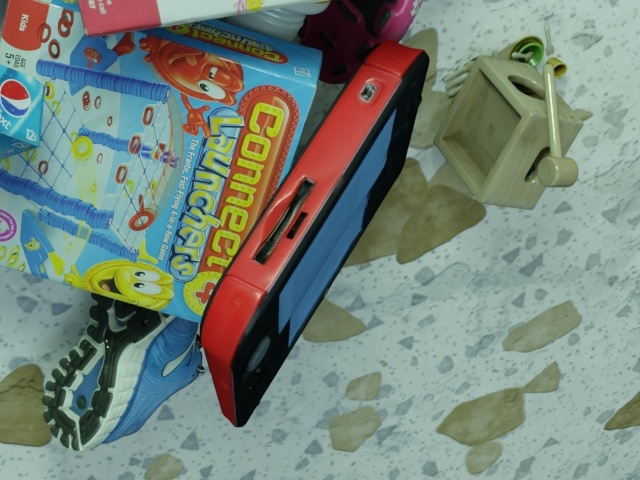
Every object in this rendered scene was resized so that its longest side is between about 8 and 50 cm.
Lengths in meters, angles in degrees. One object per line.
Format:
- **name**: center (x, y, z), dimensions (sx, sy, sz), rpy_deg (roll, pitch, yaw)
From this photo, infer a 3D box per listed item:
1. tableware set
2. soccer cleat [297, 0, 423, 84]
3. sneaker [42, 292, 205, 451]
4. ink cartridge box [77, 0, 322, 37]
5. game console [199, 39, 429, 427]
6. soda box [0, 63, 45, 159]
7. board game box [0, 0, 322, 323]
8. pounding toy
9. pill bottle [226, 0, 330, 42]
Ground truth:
- **tableware set**: center (0.225, -0.186, 1.653), dimensions (0.154, 0.024, 0.104), rpy_deg (-27, 134, -6)
- **soccer cleat**: center (0.100, -0.299, 1.439), dimensions (0.143, 0.116, 0.331), rpy_deg (-16, 146, -50)
- **sneaker**: center (-0.198, 0.097, 1.613), dimensions (0.330, 0.130, 0.147), rpy_deg (-58, 152, 14)
- **ink cartridge box**: center (-0.078, -0.321, 1.205), dimensions (0.306, 0.131, 0.226), rpy_deg (-9, 116, -4)
- **game console**: center (0.000, 0.000, 1.455), dimensions (0.386, 0.060, 0.342), rpy_deg (-57, 167, -19)
- **soda box**: center (-0.355, -0.107, 1.299), dimensions (0.210, 0.067, 0.071), rpy_deg (-13, 158, 39)
- **board game box**: center (-0.186, -0.086, 1.391), dimensions (0.302, 0.086, 0.308), rpy_deg (16, 120, -5)
- **pounding toy**: center (0.246, -0.121, 1.558), dimensions (0.094, 0.206, 0.181), rpy_deg (6, 126, -33)
- **pill bottle**: center (-0.021, -0.307, 1.363), dimensions (0.117, 0.117, 0.215), rpy_deg (10, 121, -33)
